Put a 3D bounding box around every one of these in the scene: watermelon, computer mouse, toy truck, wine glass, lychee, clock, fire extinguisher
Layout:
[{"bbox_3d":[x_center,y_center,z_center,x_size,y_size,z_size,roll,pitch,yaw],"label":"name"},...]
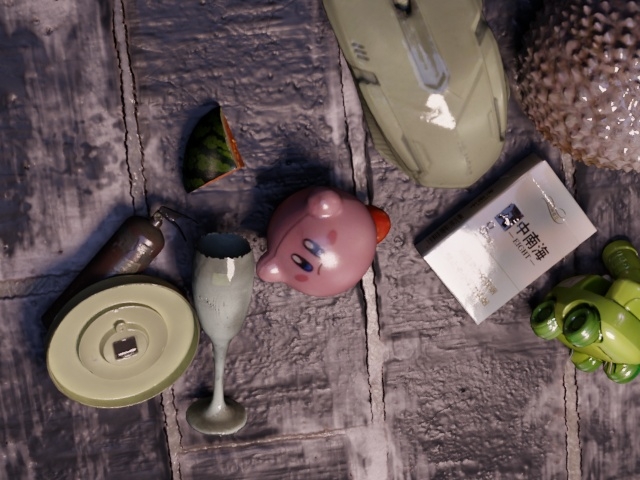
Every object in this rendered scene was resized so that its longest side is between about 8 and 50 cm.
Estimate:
[{"bbox_3d":[-0.157,-0.118,1.613,0.094,0.125,0.135,8,138,-40],"label":"watermelon"},{"bbox_3d":[0.151,-0.263,1.568,0.228,0.145,0.429,-24,107,2],"label":"computer mouse"},{"bbox_3d":[0.450,0.110,1.686,0.148,0.187,0.210,40,97,-21],"label":"toy truck"},{"bbox_3d":[-0.133,0.180,1.552,0.096,0.264,0.309,-1,118,-13],"label":"wine glass"},{"bbox_3d":[0.417,-0.237,1.547,0.300,0.300,0.300,-2,105,-7],"label":"lychee"},{"bbox_3d":[-0.297,0.157,1.634,0.235,0.029,0.235,-13,124,-19],"label":"clock"},{"bbox_3d":[-0.300,0.046,1.623,0.089,0.072,0.267,43,96,5],"label":"fire extinguisher"}]

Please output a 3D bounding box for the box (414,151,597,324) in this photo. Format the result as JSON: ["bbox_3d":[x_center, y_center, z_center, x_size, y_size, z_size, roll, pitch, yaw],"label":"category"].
[{"bbox_3d":[0.290,-0.003,1.697,0.243,0.067,0.155,-38,108,4],"label":"box"}]

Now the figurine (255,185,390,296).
[{"bbox_3d":[0.000,0.000,1.603,0.173,0.173,0.173,-2,105,-7],"label":"figurine"}]
